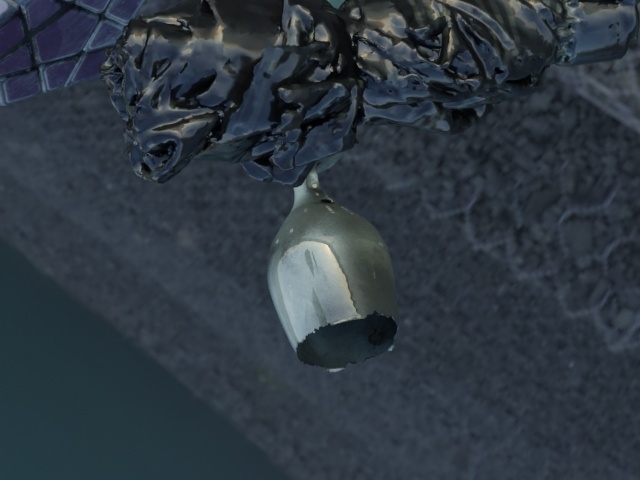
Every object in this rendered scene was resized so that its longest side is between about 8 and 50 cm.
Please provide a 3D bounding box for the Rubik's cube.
[{"bbox_3d":[-0.323,-0.294,1.560,0.264,0.319,0.319,15,140,-30],"label":"Rubik's cube"}]

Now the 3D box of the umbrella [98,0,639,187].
[{"bbox_3d":[0.032,-0.105,0.978,0.154,0.337,0.128,2,102,65],"label":"umbrella"}]

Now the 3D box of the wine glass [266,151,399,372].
[{"bbox_3d":[0.000,0.000,1.520,0.126,0.126,0.241,-44,50,42],"label":"wine glass"}]

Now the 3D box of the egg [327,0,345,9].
[{"bbox_3d":[0.024,-0.280,1.437,0.149,0.149,0.192,5,164,27],"label":"egg"}]
